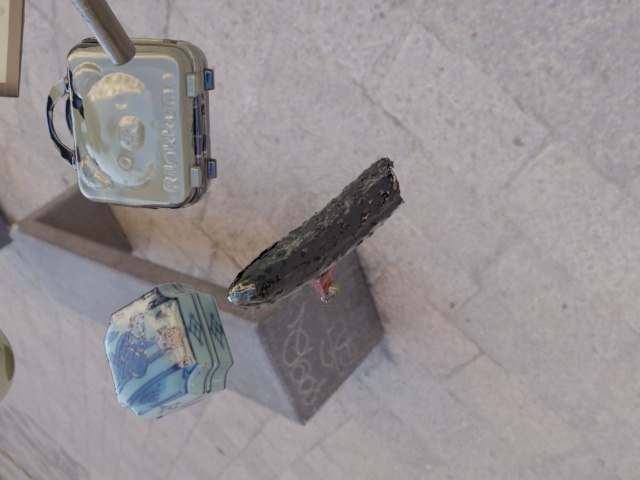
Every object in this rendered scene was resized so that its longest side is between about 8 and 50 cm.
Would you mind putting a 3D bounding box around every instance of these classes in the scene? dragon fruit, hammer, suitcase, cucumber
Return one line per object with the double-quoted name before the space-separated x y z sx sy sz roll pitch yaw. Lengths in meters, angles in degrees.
"dragon fruit" -0.014 0.110 1.887 0.122 0.092 0.192 -13 134 8
"hammer" -0.298 -0.341 0.723 0.043 0.111 0.365 2 137 32
"suitcase" -0.396 -0.235 1.442 0.339 0.194 0.351 6 110 10
"cucumber" 0.000 0.000 0.918 0.072 0.303 0.081 21 141 42

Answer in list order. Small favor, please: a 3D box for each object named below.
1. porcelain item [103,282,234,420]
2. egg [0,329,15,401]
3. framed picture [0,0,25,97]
"porcelain item" -0.367 0.264 1.678 0.281 0.157 0.286 -28 71 25
"egg" -0.595 0.202 1.136 0.186 0.186 0.242 37 170 20
"framed picture" -0.836 -0.515 1.668 0.016 0.265 0.347 165 107 -85
